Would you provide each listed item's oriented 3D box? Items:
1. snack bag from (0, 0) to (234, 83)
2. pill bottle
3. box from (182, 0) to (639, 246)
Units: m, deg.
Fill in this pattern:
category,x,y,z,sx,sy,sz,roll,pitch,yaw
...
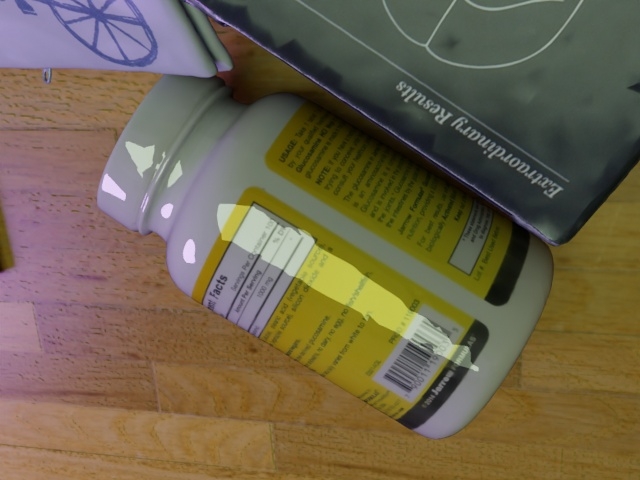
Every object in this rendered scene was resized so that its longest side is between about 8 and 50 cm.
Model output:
category,x,y,z,sx,sy,sz,roll,pitch,yaw
snack bag,-0.259,-0.235,0.604,0.342,0.037,0.323,8,147,32
pill bottle,0.000,0.000,0.718,0.334,0.188,0.188,31,117,0
box,0.151,-0.253,0.556,0.293,0.212,0.395,34,116,-2
